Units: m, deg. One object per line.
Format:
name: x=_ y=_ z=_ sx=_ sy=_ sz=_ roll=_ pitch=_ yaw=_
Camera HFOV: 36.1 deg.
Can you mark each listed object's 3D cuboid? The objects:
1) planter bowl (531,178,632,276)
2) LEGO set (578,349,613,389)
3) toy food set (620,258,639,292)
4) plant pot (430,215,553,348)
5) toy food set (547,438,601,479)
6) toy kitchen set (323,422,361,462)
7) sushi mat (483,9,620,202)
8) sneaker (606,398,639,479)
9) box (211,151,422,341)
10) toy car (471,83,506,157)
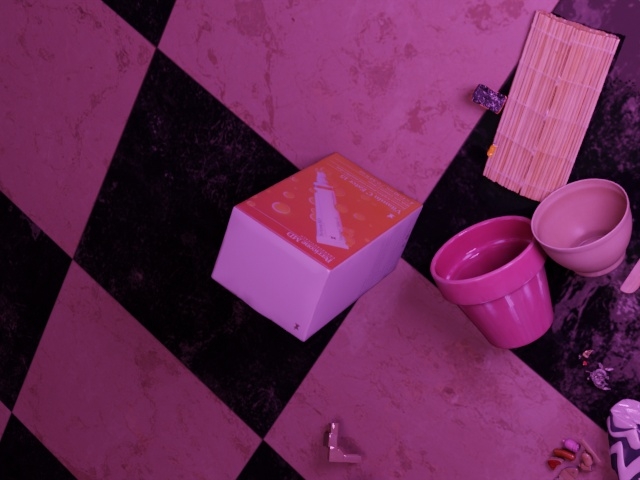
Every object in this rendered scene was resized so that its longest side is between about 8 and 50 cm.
planter bowl: x=0.447 y=-0.008 z=1.640 sx=0.162 sy=0.162 sz=0.109 roll=-4 pitch=134 yaw=36
LEGO set: x=0.499 y=0.239 z=1.785 sx=0.083 sy=0.023 sz=0.054 roll=43 pitch=128 yaw=11
toy food set: x=0.621 y=0.075 z=1.608 sx=0.217 sy=0.071 sz=0.128 roll=27 pitch=99 yaw=20
plant pot: x=0.322 y=0.083 z=1.744 sx=0.201 sy=0.201 sz=0.180 roll=-11 pitch=120 yaw=37
toy food set: x=0.481 y=0.417 z=1.882 sx=0.078 sy=0.019 sz=0.122 roll=52 pitch=137 yaw=4
toy kitchen set: x=0.048 y=0.451 z=2.192 sx=0.068 sy=0.075 sz=0.083 roll=139 pitch=136 yaw=-74
sushi mat: x=0.383 y=-0.218 z=1.663 sx=0.151 sy=0.019 sz=0.317 roll=28 pitch=123 yaw=23
sneaker: x=0.598 y=0.403 z=1.729 sx=0.235 sy=0.094 sz=0.153 roll=31 pitch=135 yaw=37
box: x=0.000 y=0.000 z=1.814 sx=0.215 sy=0.345 sz=0.168 roll=33 pitch=126 yaw=18
toy car: x=0.285 y=-0.209 z=1.709 sx=0.060 sy=0.040 sz=0.122 roll=11 pitch=101 yaw=7
